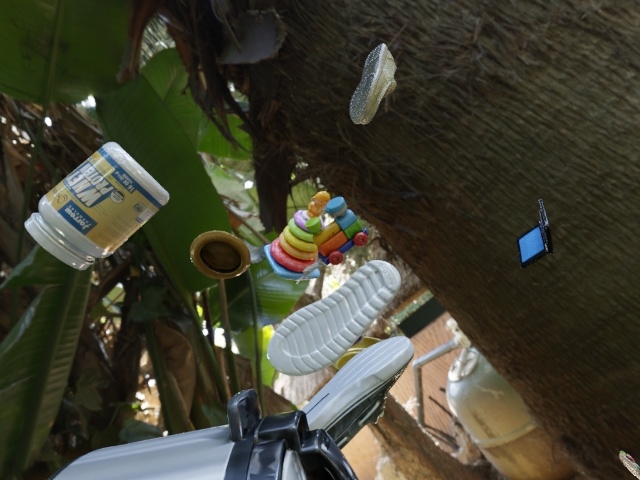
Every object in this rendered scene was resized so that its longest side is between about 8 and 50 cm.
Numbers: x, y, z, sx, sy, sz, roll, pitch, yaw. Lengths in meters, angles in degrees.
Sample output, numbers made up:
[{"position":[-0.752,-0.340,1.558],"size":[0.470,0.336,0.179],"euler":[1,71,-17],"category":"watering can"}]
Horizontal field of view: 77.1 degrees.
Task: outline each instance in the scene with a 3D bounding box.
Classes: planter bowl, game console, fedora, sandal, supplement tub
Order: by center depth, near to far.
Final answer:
[{"position":[-0.392,-0.060,0.717],"size":[0.200,0.144,0.144],"euler":[-46,-13,-11],"category":"supplement tub"},{"position":[0.477,-0.016,0.907],"size":[0.071,0.107,0.122],"euler":[-11,31,26],"category":"game console"},{"position":[0.051,0.222,1.082],"size":[0.416,0.169,0.102],"euler":[-35,-28,-3],"category":"sandal"},{"position":[0.125,0.370,1.158],"size":[0.217,0.217,0.090],"euler":[-18,-63,-51],"category":"planter bowl"},{"position":[-0.320,0.035,1.300],"size":[0.194,0.194,0.079],"euler":[-42,28,18],"category":"fedora"}]

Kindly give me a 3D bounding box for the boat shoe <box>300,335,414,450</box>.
[{"position":[0.087,0.352,0.899],"size":[0.335,0.119,0.121],"euler":[-37,10,-9],"category":"boat shoe"}]

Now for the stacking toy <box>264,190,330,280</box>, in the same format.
[{"position":[-0.049,-0.032,1.289],"size":[0.175,0.166,0.302],"euler":[6,-55,-33],"category":"stacking toy"}]

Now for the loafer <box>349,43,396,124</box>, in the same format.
[{"position":[0.161,-0.431,1.130],"size":[0.102,0.092,0.269],"euler":[-13,53,57],"category":"loafer"}]

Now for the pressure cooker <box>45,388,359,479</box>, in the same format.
[{"position":[-0.125,0.432,0.497],"size":[0.420,0.375,0.370],"euler":[-14,-57,5],"category":"pressure cooker"}]

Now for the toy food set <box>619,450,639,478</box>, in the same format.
[{"position":[0.887,0.640,1.137],"size":[0.020,0.083,0.083],"euler":[-38,-6,2],"category":"toy food set"}]

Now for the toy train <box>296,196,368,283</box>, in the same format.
[{"position":[0.000,0.000,1.117],"size":[0.248,0.143,0.105],"euler":[-36,27,-8],"category":"toy train"}]
